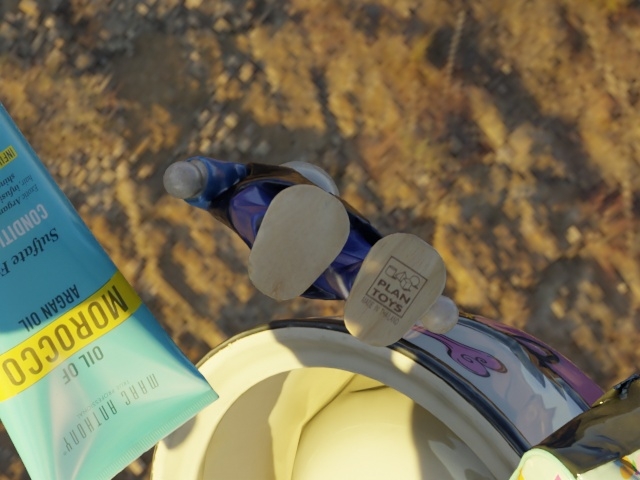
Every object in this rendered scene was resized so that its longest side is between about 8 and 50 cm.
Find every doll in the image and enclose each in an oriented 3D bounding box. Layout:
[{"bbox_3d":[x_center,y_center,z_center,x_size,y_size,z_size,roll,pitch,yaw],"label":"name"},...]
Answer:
[{"bbox_3d":[0.000,0.000,0.671,0.129,0.189,0.046,27,94,-11],"label":"doll"}]

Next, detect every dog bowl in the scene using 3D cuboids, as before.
[{"bbox_3d":[0.073,0.229,1.194,0.150,0.408,0.408,-22,76,-46],"label":"dog bowl"}]

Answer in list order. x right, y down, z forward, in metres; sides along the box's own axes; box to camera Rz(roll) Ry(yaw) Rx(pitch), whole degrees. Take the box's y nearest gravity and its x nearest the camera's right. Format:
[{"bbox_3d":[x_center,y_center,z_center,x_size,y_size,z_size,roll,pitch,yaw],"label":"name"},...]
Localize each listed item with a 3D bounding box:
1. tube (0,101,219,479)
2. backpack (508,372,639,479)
[{"bbox_3d":[-0.123,-0.002,0.649,0.080,0.052,0.207,-35,103,-16],"label":"tube"},{"bbox_3d":[0.152,0.177,0.793,0.144,0.166,0.188,-33,75,-18],"label":"backpack"}]
